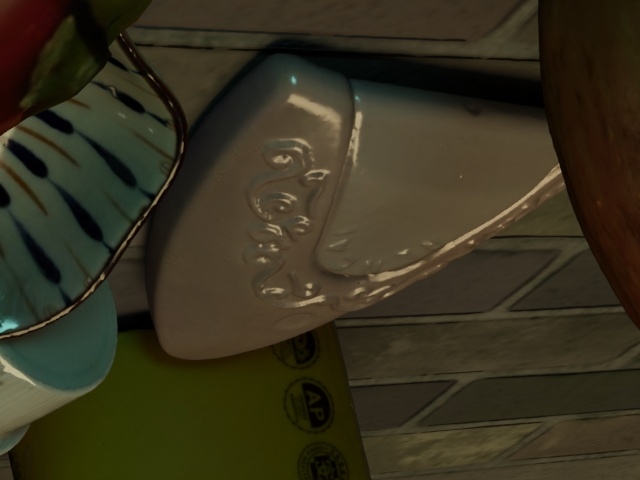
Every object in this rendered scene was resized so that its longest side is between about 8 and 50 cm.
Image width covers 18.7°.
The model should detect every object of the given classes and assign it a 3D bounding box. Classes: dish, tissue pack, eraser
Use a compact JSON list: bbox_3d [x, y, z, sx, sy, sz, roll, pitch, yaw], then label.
[{"bbox_3d":[-0.146,-0.043,0.688,0.191,0.066,0.190,-12,136,-12],"label":"dish"},{"bbox_3d":[-0.061,0.183,1.053,0.192,0.270,0.134,-9,162,-16],"label":"tissue pack"},{"bbox_3d":[0.001,0.001,0.926,0.204,0.059,0.243,4,147,-38],"label":"eraser"}]

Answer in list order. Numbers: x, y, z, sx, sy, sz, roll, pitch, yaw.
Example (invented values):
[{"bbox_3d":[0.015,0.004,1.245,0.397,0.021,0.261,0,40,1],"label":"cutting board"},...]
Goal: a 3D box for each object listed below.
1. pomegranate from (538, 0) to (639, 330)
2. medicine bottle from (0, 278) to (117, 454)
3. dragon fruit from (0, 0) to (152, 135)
[{"bbox_3d":[0.237,-0.062,0.657,0.322,0.322,0.322,-13,158,-5],"label":"pomegranate"},{"bbox_3d":[-0.212,0.065,0.837,0.247,0.147,0.147,-26,155,25],"label":"medicine bottle"},{"bbox_3d":[-0.142,-0.122,0.321,0.237,0.231,0.303,12,165,32],"label":"dragon fruit"}]
